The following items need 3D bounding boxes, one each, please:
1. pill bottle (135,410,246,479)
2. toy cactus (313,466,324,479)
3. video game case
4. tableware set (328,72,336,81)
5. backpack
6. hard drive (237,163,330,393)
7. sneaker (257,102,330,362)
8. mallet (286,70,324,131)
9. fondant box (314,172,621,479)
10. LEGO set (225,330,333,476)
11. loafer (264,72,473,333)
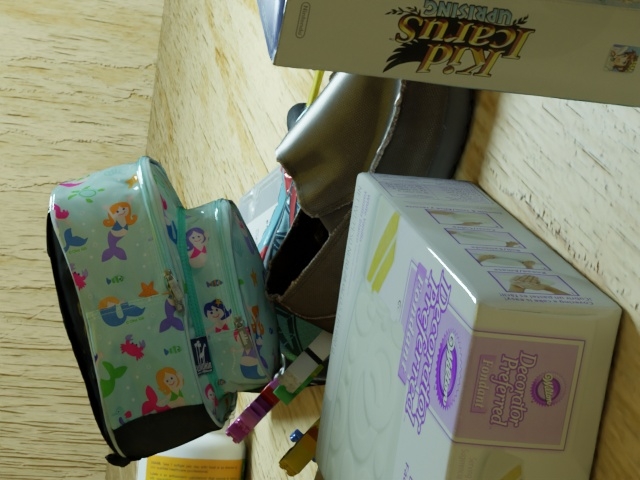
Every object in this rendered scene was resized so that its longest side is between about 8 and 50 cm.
[{"bbox_3d":[-0.164,0.308,2.068,0.136,0.136,0.246,171,103,-77],"label":"pill bottle"},{"bbox_3d":[-0.001,0.271,1.466,0.180,0.112,0.219,-84,-1,-45],"label":"toy cactus"},{"bbox_3d":[0.082,-0.167,0.889,0.269,0.244,0.061,-102,20,-54],"label":"video game case"},{"bbox_3d":[0.018,-0.201,1.537,0.154,0.024,0.104,-62,-24,-54],"label":"tableware set"},{"bbox_3d":[-0.143,0.049,1.471,0.225,0.191,0.253,-1,-112,-88],"label":"backpack"},{"bbox_3d":[-0.045,0.046,1.806,0.339,0.064,0.237,152,123,-76],"label":"hard drive"},{"bbox_3d":[0.000,0.000,1.527,0.125,0.104,0.262,-130,46,-70],"label":"sneaker"},{"bbox_3d":[0.000,-0.192,1.774,0.062,0.039,0.190,-113,35,-69],"label":"mallet"},{"bbox_3d":[0.085,0.106,1.118,0.330,0.096,0.238,-128,44,-70],"label":"fondant box"},{"bbox_3d":[-0.024,0.171,1.533,0.093,0.087,0.227,-46,-3,-25],"label":"LEGO set"},{"bbox_3d":[0.031,-0.065,1.344,0.134,0.130,0.366,-105,23,-57],"label":"loafer"}]
